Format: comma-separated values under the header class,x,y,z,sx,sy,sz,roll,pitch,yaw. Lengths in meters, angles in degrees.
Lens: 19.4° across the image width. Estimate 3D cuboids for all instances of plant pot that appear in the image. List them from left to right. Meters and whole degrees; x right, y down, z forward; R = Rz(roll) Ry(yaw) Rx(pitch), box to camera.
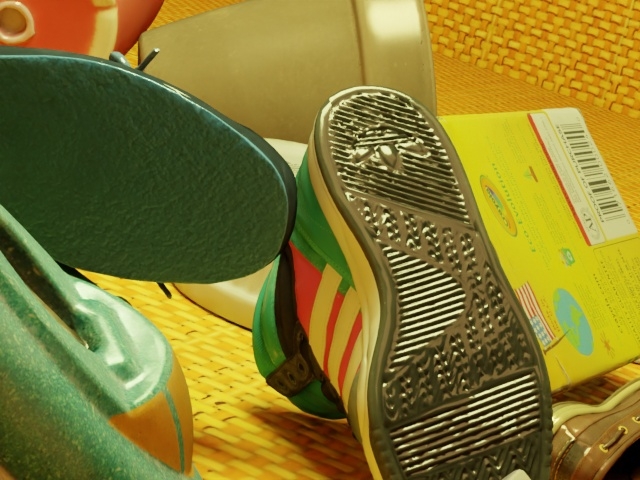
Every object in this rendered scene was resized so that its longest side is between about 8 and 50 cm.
class,x,y,z,sx,sy,sz,roll,pitch,yaw
plant pot,-0.286,-0.251,1.830,0.275,0.275,0.243,14,23,-8
plant pot,-0.036,-0.110,1.577,0.229,0.263,0.263,-3,16,-7

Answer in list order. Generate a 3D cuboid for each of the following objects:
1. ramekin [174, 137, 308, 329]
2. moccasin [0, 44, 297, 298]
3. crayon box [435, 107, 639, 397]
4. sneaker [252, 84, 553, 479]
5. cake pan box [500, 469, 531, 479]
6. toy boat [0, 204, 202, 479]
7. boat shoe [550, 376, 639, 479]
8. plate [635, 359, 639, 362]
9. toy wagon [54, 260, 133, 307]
class,x,y,z,sx,sy,sz,roll,pitch,yaw
ramekin,0.000,0.000,1.388,0.207,0.109,0.207,15,13,-4
moccasin,-0.171,-0.067,1.101,0.342,0.137,0.117,18,8,8
crayon box,0.136,0.012,1.314,0.081,0.202,0.318,-28,-9,26
sneaker,0.037,0.078,1.086,0.124,0.178,0.295,-3,59,-15
cake pan box,0.078,0.200,0.485,0.245,0.070,0.267,53,20,7
toy boat,-0.094,0.088,0.704,0.267,0.148,0.318,52,1,-42
boat shoe,0.199,0.131,1.191,0.060,0.064,0.178,32,26,36
plate,0.214,0.037,1.637,0.278,0.045,0.277,13,14,-12
toy wagon,-0.276,0.011,1.096,0.267,0.068,0.344,6,16,-38
